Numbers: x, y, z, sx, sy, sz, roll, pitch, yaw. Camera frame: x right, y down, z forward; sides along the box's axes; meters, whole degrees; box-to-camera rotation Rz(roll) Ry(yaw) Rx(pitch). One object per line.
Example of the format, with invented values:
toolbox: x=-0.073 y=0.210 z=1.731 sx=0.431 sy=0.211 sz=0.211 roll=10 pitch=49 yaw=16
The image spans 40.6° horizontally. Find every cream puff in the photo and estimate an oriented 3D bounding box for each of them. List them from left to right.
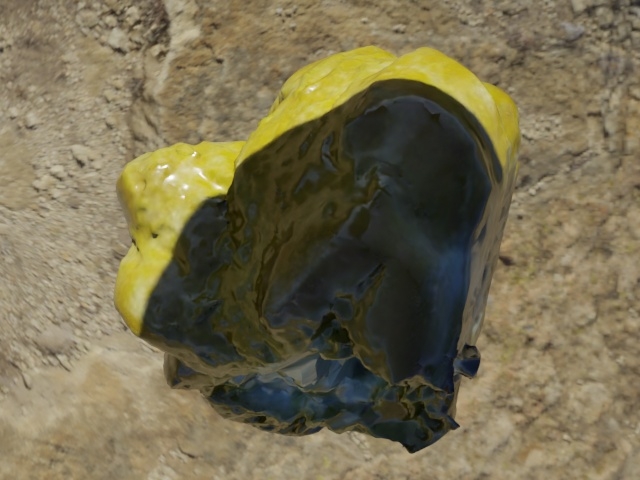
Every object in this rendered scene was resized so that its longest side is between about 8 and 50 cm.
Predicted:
cream puff: x=0.001 y=-0.008 z=0.628 sx=0.270 sy=0.323 sz=0.274 roll=17 pitch=66 yaw=12
